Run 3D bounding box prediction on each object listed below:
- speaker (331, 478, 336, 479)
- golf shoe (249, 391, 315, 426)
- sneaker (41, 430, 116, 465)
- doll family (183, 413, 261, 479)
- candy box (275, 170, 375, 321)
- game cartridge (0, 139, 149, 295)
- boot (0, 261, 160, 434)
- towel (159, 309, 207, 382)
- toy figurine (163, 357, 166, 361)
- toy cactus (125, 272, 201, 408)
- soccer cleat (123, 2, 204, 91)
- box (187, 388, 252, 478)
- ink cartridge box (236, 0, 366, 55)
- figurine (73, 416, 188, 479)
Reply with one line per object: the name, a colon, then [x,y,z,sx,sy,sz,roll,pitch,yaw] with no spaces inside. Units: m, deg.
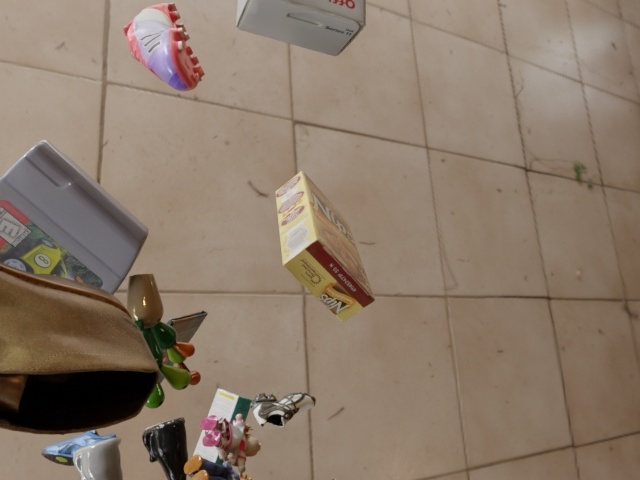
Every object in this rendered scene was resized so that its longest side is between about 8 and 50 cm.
speaker: [0.059,0.453,0.811,0.136,0.055,0.055,36,59,6]
golf shoe: [-0.097,0.478,1.388,0.198,0.077,0.094,5,40,-28]
sneaker: [-0.657,0.566,1.370,0.082,0.209,0.069,-84,164,-46]
doll family: [-0.152,0.423,0.817,0.163,0.118,0.263,51,11,-46]
candy box: [0.000,0.000,1.038,0.183,0.087,0.316,47,15,-28]
game cartridge: [-0.376,0.043,0.636,0.294,0.060,0.196,-43,114,3]
boot: [-0.239,0.061,0.308,0.305,0.115,0.112,20,95,-48]
towel: [-0.565,0.415,1.784,0.040,0.271,0.370,35,95,10]
toy figurine: [-0.698,0.346,1.563,0.191,0.362,0.217,-57,147,-33]
toy cactus: [-0.244,0.138,0.688,0.219,0.112,0.180,15,65,-71]
soccer cleat: [-0.231,-0.270,0.713,0.095,0.083,0.248,-24,45,-1]
box: [-0.281,0.550,1.396,0.060,0.100,0.244,35,67,-42]
ink cartridge box: [-0.023,-0.367,0.651,0.153,0.087,0.208,8,76,-22]
figurine: [-0.356,0.486,0.985,0.215,0.092,0.209,-14,74,-13]
